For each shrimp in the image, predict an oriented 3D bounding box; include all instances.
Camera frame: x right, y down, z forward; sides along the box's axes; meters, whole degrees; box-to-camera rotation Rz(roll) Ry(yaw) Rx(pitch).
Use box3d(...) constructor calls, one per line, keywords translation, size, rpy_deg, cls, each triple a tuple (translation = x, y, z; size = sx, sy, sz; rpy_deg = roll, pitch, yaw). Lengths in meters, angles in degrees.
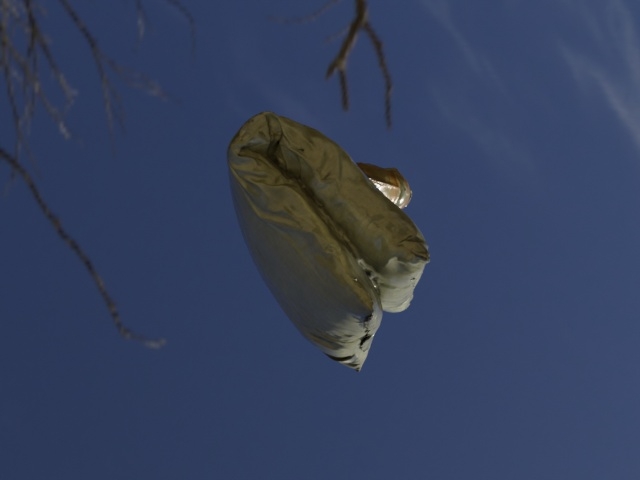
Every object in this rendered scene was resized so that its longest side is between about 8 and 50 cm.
box3d(translation=(0.018, -0.051, 1.314), size=(0.099, 0.180, 0.041), rpy_deg=(10, -90, 19), cls="shrimp")

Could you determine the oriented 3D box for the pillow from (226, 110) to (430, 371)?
box3d(translation=(0.000, 0.000, 0.891), size=(0.078, 0.181, 0.134), rpy_deg=(-39, -98, -9), cls="pillow")
